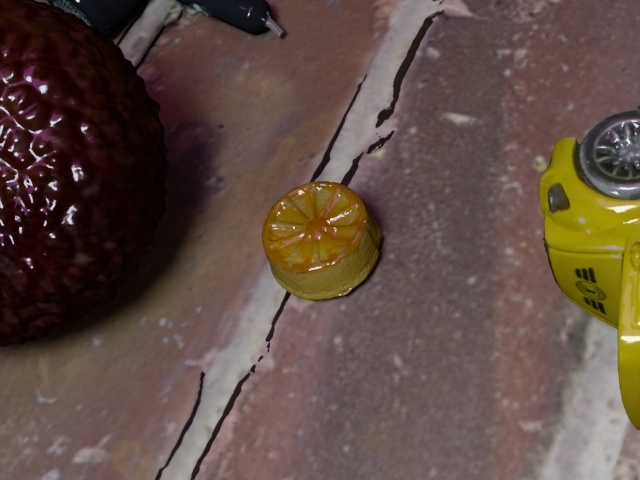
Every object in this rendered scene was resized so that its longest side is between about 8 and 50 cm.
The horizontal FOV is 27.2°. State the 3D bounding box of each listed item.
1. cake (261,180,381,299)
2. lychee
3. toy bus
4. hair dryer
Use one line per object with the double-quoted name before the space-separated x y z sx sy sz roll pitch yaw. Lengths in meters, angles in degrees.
"cake" 0.000 0.000 0.933 0.084 0.044 0.084 -11 53 15
"lychee" -0.233 -0.053 0.943 0.260 0.260 0.261 -11 51 14
"toy bus" 0.270 0.046 0.725 0.330 0.144 0.152 14 64 27
"hair dryer" -0.122 -0.210 1.137 0.219 0.071 0.124 26 69 26
